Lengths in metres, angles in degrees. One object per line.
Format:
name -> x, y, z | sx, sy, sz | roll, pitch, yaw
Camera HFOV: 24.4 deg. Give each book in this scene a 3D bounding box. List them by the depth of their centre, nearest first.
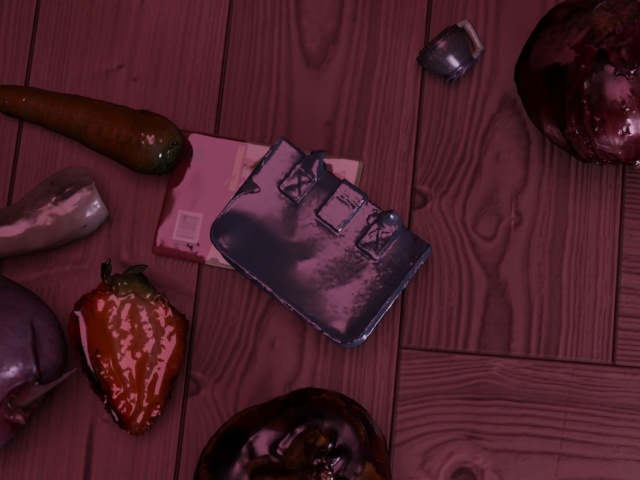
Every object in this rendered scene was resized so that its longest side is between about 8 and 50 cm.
book -> -0.077, -0.041, 1.795 | 0.232, 0.022, 0.162 | 11, 82, 8

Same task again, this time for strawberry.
strawberry -> -0.228, 0.121, 1.743 | 0.140, 0.085, 0.192 | -36, 97, -18

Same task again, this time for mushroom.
mushroom -> -0.371, -0.022, 1.787 | 0.223, 0.081, 0.092 | -18, 88, -4

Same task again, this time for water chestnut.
water chestnut -> -0.023, 0.265, 1.620 | 0.224, 0.238, 0.223 | 0, 68, -1

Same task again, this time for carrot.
carrot -> -0.306, -0.152, 1.819 | 0.298, 0.078, 0.078 | 18, 80, 19

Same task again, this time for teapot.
teapot -> 0.163, -0.230, 1.799 | 0.057, 0.066, 0.088 | 49, 62, -6

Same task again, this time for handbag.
handbag -> 0.000, 0.000, 1.739 | 0.229, 0.062, 0.179 | 36, 83, 11

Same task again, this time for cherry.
cherry -> -0.404, 0.139, 1.708 | 0.266, 0.183, 0.213 | 38, 82, 31

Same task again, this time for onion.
onion -> 0.345, -0.177, 1.698 | 0.252, 0.219, 0.252 | -7, 35, 5
